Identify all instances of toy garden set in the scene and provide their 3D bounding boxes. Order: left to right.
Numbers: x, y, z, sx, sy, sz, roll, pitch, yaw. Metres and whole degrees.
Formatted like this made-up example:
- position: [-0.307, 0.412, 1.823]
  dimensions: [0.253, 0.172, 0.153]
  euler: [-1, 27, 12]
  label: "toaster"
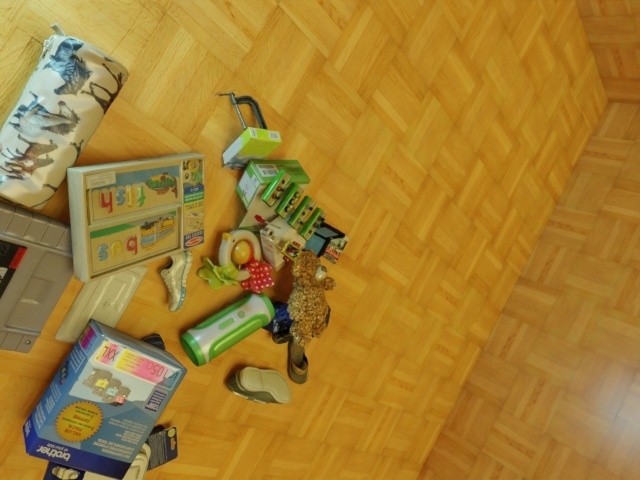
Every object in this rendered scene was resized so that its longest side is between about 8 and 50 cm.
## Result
- position: [-0.093, -0.060, 1.546]
  dimensions: [0.203, 0.049, 0.244]
  euler: [-56, 135, -10]
  label: "toy garden set"

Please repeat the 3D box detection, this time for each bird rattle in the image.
- position: [-0.245, 0.069, 1.609]
  dimensions: [0.254, 0.143, 0.206]
  euler: [1, 98, -44]
  label: "bird rattle"

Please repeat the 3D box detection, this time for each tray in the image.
- position: [-0.594, 0.173, 1.400]
  dimensions: [0.145, 0.030, 0.270]
  euler: [33, 84, -45]
  label: "tray"

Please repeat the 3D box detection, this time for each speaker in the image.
- position: [-0.296, 0.280, 1.647]
  dimensions: [0.297, 0.131, 0.131]
  euler: [-30, 125, -31]
  label: "speaker"

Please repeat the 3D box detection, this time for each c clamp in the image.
- position: [-0.222, -0.365, 1.498]
  dimensions: [0.137, 0.022, 0.160]
  euler: [-33, 100, -47]
  label: "c clamp"

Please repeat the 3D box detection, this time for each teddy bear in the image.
- position: [-0.028, 0.203, 1.758]
  dimensions: [0.245, 0.113, 0.337]
  euler: [6, 95, -49]
  label: "teddy bear"

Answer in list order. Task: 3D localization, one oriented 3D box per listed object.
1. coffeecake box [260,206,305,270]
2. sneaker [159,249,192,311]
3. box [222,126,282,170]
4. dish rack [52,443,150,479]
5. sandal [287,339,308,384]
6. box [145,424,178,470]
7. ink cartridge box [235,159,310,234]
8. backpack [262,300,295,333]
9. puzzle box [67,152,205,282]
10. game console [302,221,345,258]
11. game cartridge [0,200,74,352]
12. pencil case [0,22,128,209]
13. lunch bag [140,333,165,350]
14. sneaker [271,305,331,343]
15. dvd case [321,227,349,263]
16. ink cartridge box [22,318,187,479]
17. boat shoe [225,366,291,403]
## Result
- position: [-0.120, -0.003, 1.681]
  dimensions: [0.142, 0.068, 0.185]
  euler: [-41, 157, -24]
  label: "coffeecake box"
- position: [-0.439, 0.116, 1.501]
  dimensions: [0.083, 0.071, 0.190]
  euler: [8, 92, -37]
  label: "sneaker"
- position: [-0.208, -0.267, 1.507]
  dimensions: [0.109, 0.178, 0.042]
  euler: [-1, 69, -42]
  label: "box"
- position: [-0.665, 0.766, 1.507]
  dimensions: [0.286, 0.072, 0.332]
  euler: [11, 101, -35]
  label: "dish rack"
- position: [-0.076, 0.470, 1.966]
  dimensions: [0.090, 0.060, 0.219]
  euler: [-18, 117, -37]
  label: "sandal"
- position: [-0.567, 0.677, 1.617]
  dimensions: [0.225, 0.036, 0.136]
  euler: [-12, 114, -36]
  label: "box"
- position: [-0.176, -0.133, 1.627]
  dimensions: [0.189, 0.097, 0.255]
  euler: [-7, 145, -41]
  label: "ink cartridge box"
- position: [-0.141, 0.267, 1.802]
  dimensions: [0.120, 0.098, 0.101]
  euler: [-11, 110, -38]
  label: "backpack"
- position: [-0.453, -0.074, 1.319]
  dimensions: [0.409, 0.052, 0.272]
  euler: [-27, 126, -57]
  label: "puzzle box"
- position: [0.000, 0.000, 1.838]
  dimensions: [0.144, 0.124, 0.085]
  euler: [28, 60, -45]
  label: "game console"
- position: [-0.721, 0.097, 1.189]
  dimensions: [0.230, 0.068, 0.355]
  euler: [23, 102, -49]
  label: "game cartridge"
- position: [-0.609, -0.257, 1.127]
  dimensions: [0.184, 0.160, 0.410]
  euler: [33, 83, -34]
  label: "pencil case"
- position: [-0.498, 0.334, 1.524]
  dimensions: [0.067, 0.065, 0.098]
  euler: [-13, 112, -18]
  label: "lunch bag"
- position: [-0.062, 0.332, 1.898]
  dimensions: [0.267, 0.101, 0.106]
  euler: [-23, 123, -34]
  label: "sneaker"
- position: [0.058, 0.023, 1.946]
  dimensions: [0.087, 0.013, 0.119]
  euler: [33, 85, -44]
  label: "dvd case"
- position: [-0.585, 0.451, 1.356]
  dimensions: [0.270, 0.151, 0.395]
  euler: [35, 81, -33]
  label: "ink cartridge box"
- position: [-0.219, 0.537, 1.862]
  dimensions: [0.099, 0.116, 0.319]
  euler: [-25, 145, 20]
  label: "boat shoe"
